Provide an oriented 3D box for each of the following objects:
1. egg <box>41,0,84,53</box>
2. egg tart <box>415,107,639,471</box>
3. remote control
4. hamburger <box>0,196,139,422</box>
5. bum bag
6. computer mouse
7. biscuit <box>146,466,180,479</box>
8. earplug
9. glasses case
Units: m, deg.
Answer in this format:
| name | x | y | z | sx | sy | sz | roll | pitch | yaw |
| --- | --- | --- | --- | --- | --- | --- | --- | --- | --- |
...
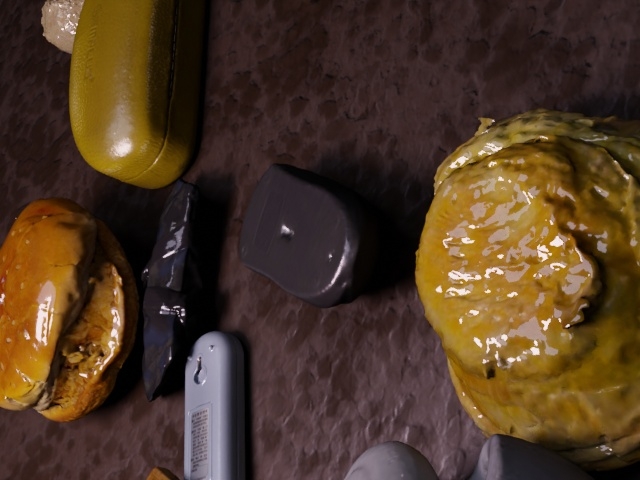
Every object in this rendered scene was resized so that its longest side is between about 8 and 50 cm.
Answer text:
| name | x | y | z | sx | sy | sz | roll | pitch | yaw |
| --- | --- | --- | --- | --- | --- | --- | --- | --- | --- |
| egg | -0.382 | -0.352 | 1.964 | 0.118 | 0.116 | 0.140 | -61 | 32 | 10 |
| egg tart | 0.214 | 0.027 | 1.108 | 0.339 | 0.153 | 0.351 | -13 | 67 | 41 |
| remote control | -0.129 | 0.223 | 1.488 | 0.087 | 0.047 | 0.244 | -30 | 52 | 42 |
| hamburger | -0.368 | 0.087 | 1.696 | 0.290 | 0.170 | 0.314 | -65 | 30 | 14 |
| bum bag | -0.194 | 0.056 | 1.606 | 0.137 | 0.074 | 0.310 | 139 | 137 | -59 |
| computer mouse | 0.000 | 0.000 | 1.407 | 0.270 | 0.086 | 0.137 | 27 | 101 | 59 |
| biscuit | -0.179 | 0.384 | 1.447 | 0.182 | 0.034 | 0.215 | 14 | 99 | 60 |
| earplug | 0.112 | 0.277 | 1.085 | 0.325 | 0.175 | 0.214 | -20 | 52 | 39 |
| glasses case | -0.268 | -0.256 | 1.777 | 0.173 | 0.141 | 0.371 | -20 | 59 | 43 |
